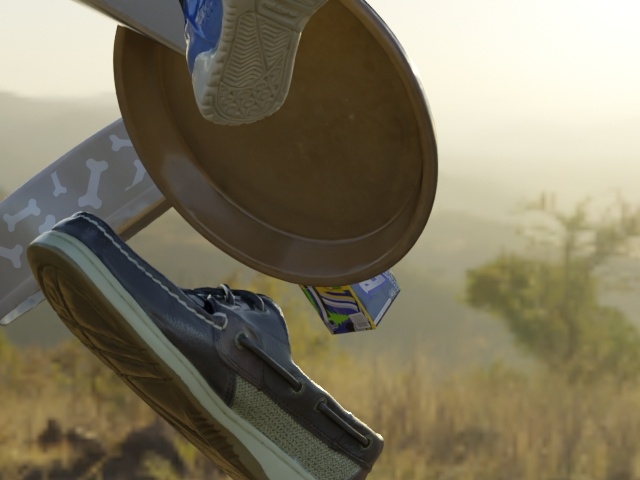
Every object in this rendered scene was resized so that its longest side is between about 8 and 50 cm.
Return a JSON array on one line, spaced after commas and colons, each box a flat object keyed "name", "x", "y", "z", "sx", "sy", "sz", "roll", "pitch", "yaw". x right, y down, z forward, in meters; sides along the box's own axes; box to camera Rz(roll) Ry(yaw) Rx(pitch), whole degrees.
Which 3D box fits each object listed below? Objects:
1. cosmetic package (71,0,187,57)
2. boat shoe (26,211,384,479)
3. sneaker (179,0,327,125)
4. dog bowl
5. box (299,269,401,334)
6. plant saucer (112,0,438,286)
[{"name": "cosmetic package", "x": -0.162, "y": -0.231, "z": 0.896, "sx": 0.197, "sy": 0.155, "sz": 0.365, "roll": 28, "pitch": 3, "yaw": -37}, {"name": "boat shoe", "x": -0.048, "y": 0.056, "z": 0.762, "sx": 0.080, "sy": 0.073, "sz": 0.223, "roll": 12, "pitch": -32, "yaw": 54}, {"name": "sneaker", "x": -0.025, "y": -0.124, "z": 0.662, "sx": 0.058, "sy": 0.084, "sz": 0.152, "roll": -4, "pitch": -31, "yaw": -22}, {"name": "dog bowl", "x": -0.266, "y": -0.034, "z": 1.802, "sx": 0.349, "sy": 0.102, "sz": 0.349, "roll": -36, "pitch": 1, "yaw": 1}, {"name": "box", "x": 0.000, "y": 0.000, "z": 1.377, "sx": 0.054, "sy": 0.169, "sz": 0.059, "roll": -10, "pitch": 33, "yaw": 41}, {"name": "plant saucer", "x": -0.031, "y": -0.093, "z": 1.160, "sx": 0.278, "sy": 0.277, "sz": 0.041, "roll": 4, "pitch": 31, "yaw": 35}]
